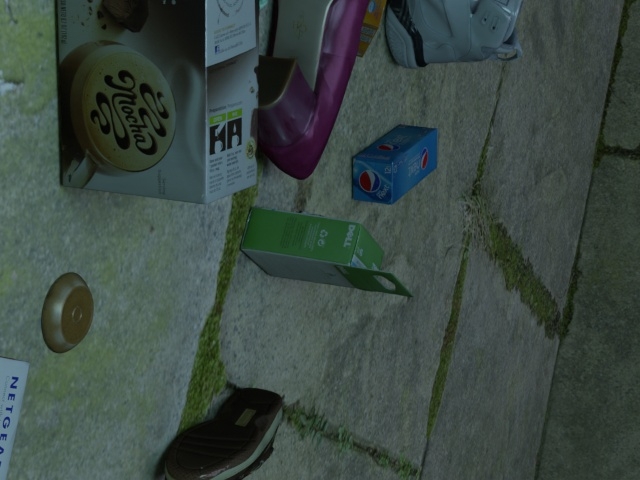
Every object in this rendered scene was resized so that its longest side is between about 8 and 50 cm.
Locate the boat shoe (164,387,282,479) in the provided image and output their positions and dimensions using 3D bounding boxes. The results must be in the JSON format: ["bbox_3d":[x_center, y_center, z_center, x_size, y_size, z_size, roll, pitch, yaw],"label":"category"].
[{"bbox_3d":[-0.113,0.272,1.651,0.257,0.095,0.095,-32,132,-62],"label":"boat shoe"}]

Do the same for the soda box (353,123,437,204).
[{"bbox_3d":[0.119,-0.122,2.098,0.210,0.067,0.071,-38,132,-59],"label":"soda box"}]

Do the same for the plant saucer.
[{"bbox_3d":[-0.252,0.074,1.352,0.083,0.015,0.083,8,90,-67],"label":"plant saucer"}]

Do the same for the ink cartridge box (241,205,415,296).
[{"bbox_3d":[0.016,0.015,1.714,0.109,0.209,0.062,47,55,-62],"label":"ink cartridge box"}]

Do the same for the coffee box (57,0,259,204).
[{"bbox_3d":[-0.155,-0.198,1.295,0.119,0.168,0.297,-29,125,-62],"label":"coffee box"}]

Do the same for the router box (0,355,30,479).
[{"bbox_3d":[-0.374,0.237,1.032,0.301,0.082,0.335,27,72,-66],"label":"router box"}]

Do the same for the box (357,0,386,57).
[{"bbox_3d":[0.068,-0.318,1.906,0.136,0.028,0.081,132,-26,-72],"label":"box"}]

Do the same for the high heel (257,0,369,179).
[{"bbox_3d":[0.006,-0.269,1.730,0.377,0.127,0.181,-62,153,-21],"label":"high heel"}]

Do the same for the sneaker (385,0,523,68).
[{"bbox_3d":[0.196,-0.413,1.999,0.365,0.210,0.137,77,30,-41],"label":"sneaker"}]

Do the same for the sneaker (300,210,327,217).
[{"bbox_3d":[0.000,0.000,1.888,0.109,0.044,0.040,66,36,-54],"label":"sneaker"}]

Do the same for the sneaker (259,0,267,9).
[{"bbox_3d":[-0.110,-0.241,1.479,0.256,0.094,0.151,-18,109,-54],"label":"sneaker"}]
